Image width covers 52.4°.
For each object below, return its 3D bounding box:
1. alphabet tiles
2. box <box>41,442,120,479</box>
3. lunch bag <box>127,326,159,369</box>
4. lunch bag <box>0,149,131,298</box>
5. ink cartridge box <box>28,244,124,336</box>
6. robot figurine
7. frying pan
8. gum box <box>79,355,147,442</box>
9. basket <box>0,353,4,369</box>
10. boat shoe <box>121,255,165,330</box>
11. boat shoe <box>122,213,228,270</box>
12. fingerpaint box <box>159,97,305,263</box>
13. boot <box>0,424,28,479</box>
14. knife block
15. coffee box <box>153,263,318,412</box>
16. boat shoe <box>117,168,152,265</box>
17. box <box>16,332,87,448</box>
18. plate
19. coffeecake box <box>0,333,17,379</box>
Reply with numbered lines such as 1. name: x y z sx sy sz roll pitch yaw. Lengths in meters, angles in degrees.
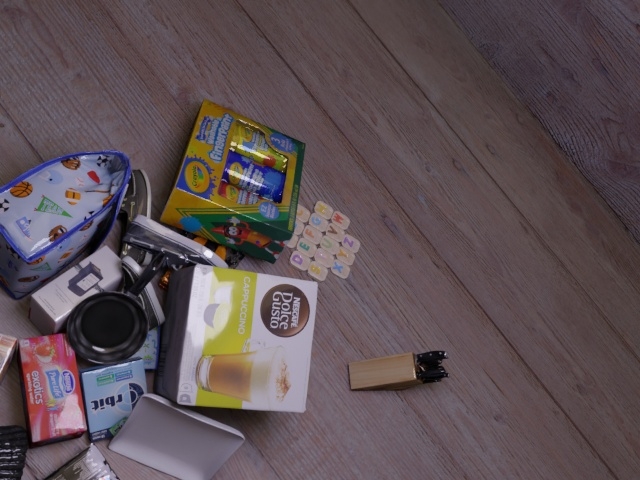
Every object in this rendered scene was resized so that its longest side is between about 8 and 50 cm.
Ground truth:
1. alphabet tiles: 0.000 0.000 2.216 0.278 0.021 0.284 31 56 -10
2. box: -0.575 0.686 1.522 0.295 0.073 0.293 -36 85 -32
3. lunch bag: -0.509 0.280 1.772 0.129 0.096 0.151 7 54 -25
4. lunch bag: -0.680 -0.059 1.707 0.239 0.328 0.385 49 53 -4
5. ink cartridge box: -0.639 0.141 1.725 0.100 0.172 0.237 47 54 3
6. robot figurine: -0.355 0.051 1.970 0.211 0.085 0.291 34 56 -9
7. frying pan: -0.521 0.158 1.643 0.197 0.053 0.326 12 99 -22
8. gum box: -0.530 0.409 1.685 0.157 0.041 0.184 -10 98 -31
9. basket: -0.790 0.305 1.435 0.113 0.103 0.167 21 59 -11
10. boat shoe: -0.479 0.145 1.707 0.070 0.078 0.219 -35 120 -32
11. boat shoe: -0.411 0.039 1.839 0.301 0.108 0.102 29 70 -12
12. fingerpaint box: -0.256 -0.194 2.029 0.371 0.163 0.444 22 43 -16
13. boot: -0.827 0.572 1.448 0.260 0.131 0.348 27 83 -47
14. knife block: 0.256 0.398 2.019 0.276 0.242 0.088 6 63 -24
15. coffee box: -0.230 0.261 1.734 0.334 0.338 0.337 10 79 -22
16. boat shoe: -0.553 -0.075 1.914 0.091 0.109 0.305 3 69 -31
17. box: -0.674 0.372 1.625 0.128 0.122 0.256 -5 69 -30
18. plate: -0.363 0.499 1.646 0.278 0.277 0.045 28 35 -13
19. coffeecake box: -0.804 0.328 1.567 0.068 0.142 0.185 22 58 -15
